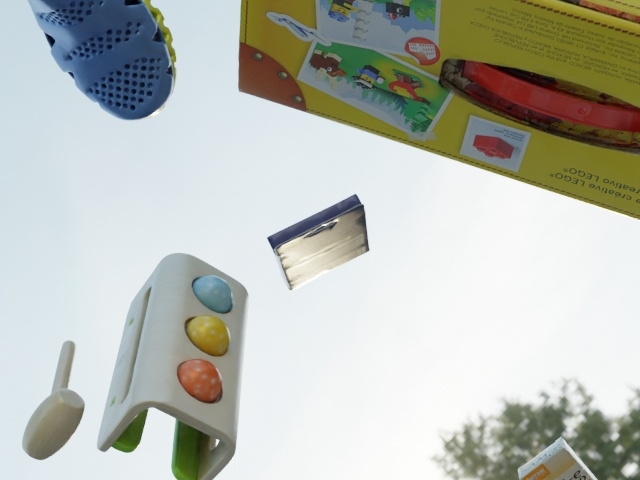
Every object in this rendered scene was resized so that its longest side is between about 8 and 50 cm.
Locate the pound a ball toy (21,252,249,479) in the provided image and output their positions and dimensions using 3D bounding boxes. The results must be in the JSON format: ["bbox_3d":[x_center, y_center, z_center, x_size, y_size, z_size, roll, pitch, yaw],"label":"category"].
[{"bbox_3d":[-0.185,0.132,1.264,0.208,0.319,0.136,31,-62,-18],"label":"pound a ball toy"}]

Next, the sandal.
[{"bbox_3d":[-0.261,-0.255,1.136,0.126,0.138,0.317,-31,-77,15],"label":"sandal"}]

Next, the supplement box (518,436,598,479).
[{"bbox_3d":[0.269,0.272,1.227,0.062,0.098,0.036,-41,2,12],"label":"supplement box"}]

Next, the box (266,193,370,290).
[{"bbox_3d":[0.000,0.000,1.579,0.136,0.036,0.225,-26,-16,-4],"label":"box"}]

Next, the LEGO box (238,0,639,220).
[{"bbox_3d":[0.234,-0.230,0.926,0.193,0.500,0.372,98,-167,-53],"label":"LEGO box"}]
